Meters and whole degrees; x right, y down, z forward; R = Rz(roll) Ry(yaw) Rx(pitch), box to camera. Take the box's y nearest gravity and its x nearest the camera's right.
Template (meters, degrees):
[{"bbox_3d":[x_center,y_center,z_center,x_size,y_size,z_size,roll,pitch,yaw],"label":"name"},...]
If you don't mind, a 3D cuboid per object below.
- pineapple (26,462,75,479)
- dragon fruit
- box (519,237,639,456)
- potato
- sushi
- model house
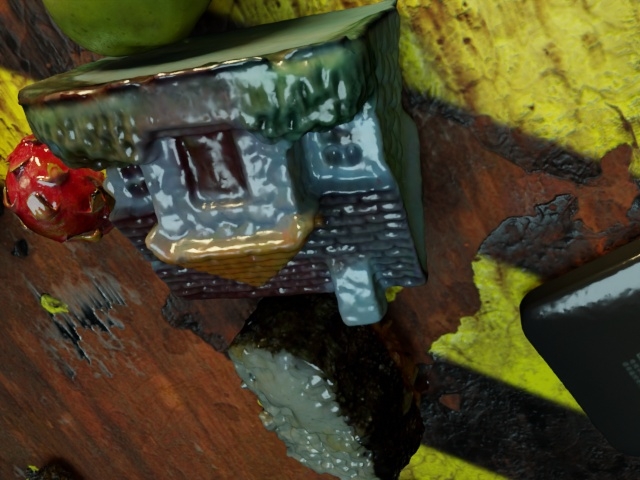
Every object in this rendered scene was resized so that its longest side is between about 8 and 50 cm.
[{"bbox_3d":[-0.465,0.496,1.370,0.083,0.103,0.221,-3,127,56],"label":"pineapple"},{"bbox_3d":[-0.345,-0.060,0.981,0.133,0.136,0.166,-38,129,6],"label":"dragon fruit"},{"bbox_3d":[0.433,0.126,0.923,0.289,0.073,0.290,-32,109,29],"label":"box"},{"bbox_3d":[-0.197,-0.337,0.717,0.216,0.216,0.304,-10,106,20],"label":"potato"},{"bbox_3d":[0.010,0.179,0.995,0.197,0.182,0.343,-5,127,33],"label":"sushi"},{"bbox_3d":[-0.077,-0.047,0.804,0.360,0.297,0.338,-6,115,16],"label":"model house"}]
